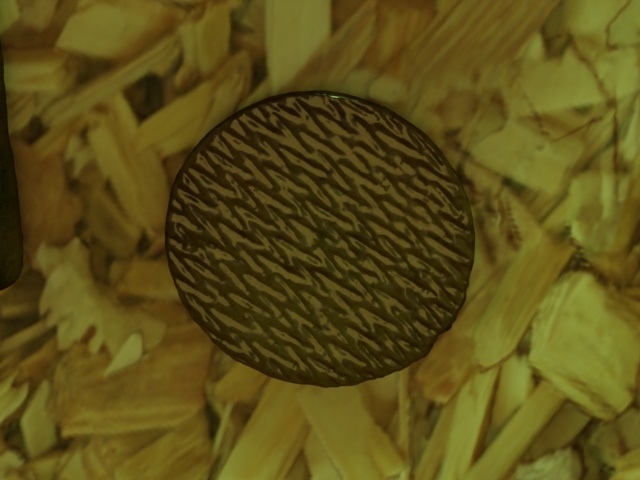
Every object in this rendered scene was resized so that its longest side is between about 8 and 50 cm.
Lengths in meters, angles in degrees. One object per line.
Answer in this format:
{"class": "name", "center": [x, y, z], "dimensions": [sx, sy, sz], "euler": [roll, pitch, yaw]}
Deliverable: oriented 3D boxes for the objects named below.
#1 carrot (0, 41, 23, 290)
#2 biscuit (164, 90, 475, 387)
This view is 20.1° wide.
{"class": "carrot", "center": [-0.285, -0.122, 1.468], "dimensions": [0.070, 0.070, 0.342], "euler": [-1, 107, 4]}
{"class": "biscuit", "center": [0.000, 0.000, 1.501], "dimensions": [0.262, 0.037, 0.262], "euler": [1, 108, 3]}
